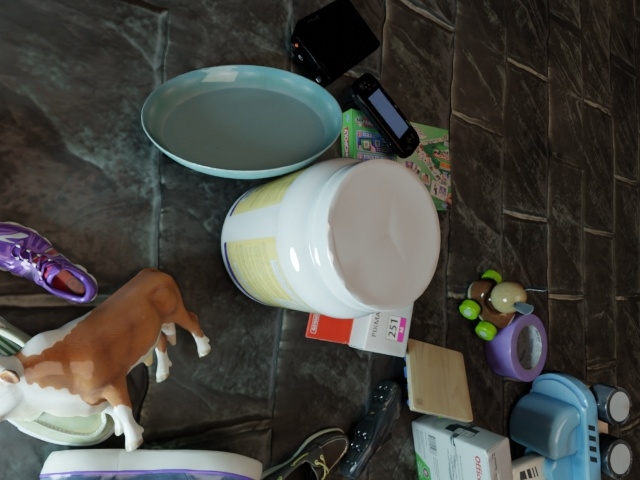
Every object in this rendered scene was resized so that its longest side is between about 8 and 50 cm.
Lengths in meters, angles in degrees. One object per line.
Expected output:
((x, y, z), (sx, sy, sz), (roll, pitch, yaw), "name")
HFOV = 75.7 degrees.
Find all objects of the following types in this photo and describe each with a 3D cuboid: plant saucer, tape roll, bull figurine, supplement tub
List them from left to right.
((-0.282, 0.159, 0.564), (0.188, 0.101, 0.310), (64, 29, -17), "bull figurine")
((-0.122, -0.198, 0.680), (0.317, 0.317, 0.043), (-33, 149, -30), "plant saucer")
((0.000, 0.000, 0.679), (0.241, 0.331, 0.241), (2, 87, -33), "supplement tub")
((0.564, 0.301, 1.185), (0.189, 0.080, 0.189), (3, 85, -33), "tape roll")

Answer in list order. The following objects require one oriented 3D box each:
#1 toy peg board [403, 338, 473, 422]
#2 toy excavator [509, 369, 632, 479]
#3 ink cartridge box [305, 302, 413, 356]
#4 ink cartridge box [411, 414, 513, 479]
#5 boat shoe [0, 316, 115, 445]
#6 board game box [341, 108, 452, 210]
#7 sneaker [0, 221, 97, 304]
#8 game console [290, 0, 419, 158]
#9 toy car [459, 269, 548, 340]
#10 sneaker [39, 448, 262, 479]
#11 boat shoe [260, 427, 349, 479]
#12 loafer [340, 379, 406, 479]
((0.256, 0.335, 0.966), (0.161, 0.079, 0.161), (18, 50, -17), "toy peg board")
((0.614, 0.603, 1.154), (0.445, 0.222, 0.433), (0, 88, -20), "toy excavator")
((0.107, 0.101, 0.909), (0.239, 0.060, 0.275), (19, 77, -32), "ink cartridge box")
((0.319, 0.499, 0.934), (0.087, 0.208, 0.153), (-8, 92, -34), "ink cartridge box")
((-0.398, 0.185, 0.548), (0.302, 0.094, 0.109), (47, 64, -22), "boat shoe")
((0.191, -0.178, 0.986), (0.317, 0.046, 0.213), (0, 86, -33), "board game box")
((-0.389, 0.031, 0.577), (0.170, 0.071, 0.068), (38, 68, -25), "sneaker")
((0.102, -0.344, 0.900), (0.361, 0.044, 0.213), (49, 56, -11), "game console")
((0.493, 0.162, 1.074), (0.155, 0.188, 0.149), (-43, 99, -27), "toy car")
((-0.244, 0.427, 0.572), (0.323, 0.130, 0.236), (15, 53, -24), "sneaker")
((-0.026, 0.446, 0.793), (0.228, 0.069, 0.081), (-21, 99, -32), "boat shoe")
((0.122, 0.411, 0.887), (0.078, 0.076, 0.223), (49, 58, -17), "loafer")
